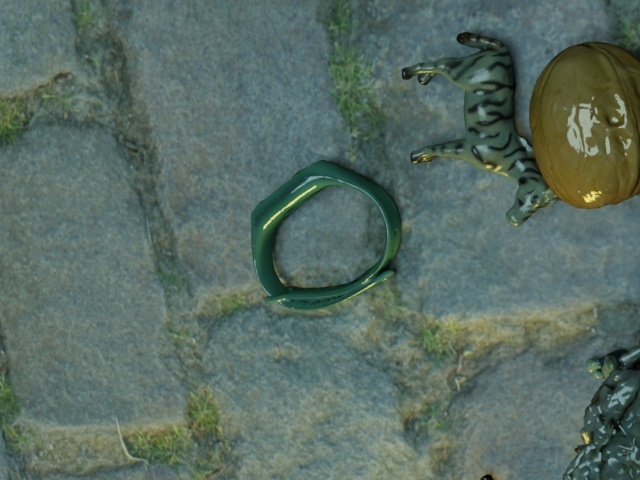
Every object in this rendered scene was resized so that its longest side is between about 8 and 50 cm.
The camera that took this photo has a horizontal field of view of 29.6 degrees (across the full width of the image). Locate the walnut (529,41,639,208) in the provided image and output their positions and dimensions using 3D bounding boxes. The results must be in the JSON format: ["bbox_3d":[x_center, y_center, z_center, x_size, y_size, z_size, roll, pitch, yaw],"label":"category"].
[{"bbox_3d":[0.333,-0.139,1.453,0.165,0.165,0.197,0,103,27],"label":"walnut"}]

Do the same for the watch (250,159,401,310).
[{"bbox_3d":[0.000,0.000,1.713,0.237,0.068,0.195,-35,86,25],"label":"watch"}]

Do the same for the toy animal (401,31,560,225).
[{"bbox_3d":[0.198,-0.136,1.571,0.170,0.090,0.255,-22,93,25],"label":"toy animal"}]

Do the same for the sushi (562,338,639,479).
[{"bbox_3d":[0.492,0.280,1.410,0.417,0.176,0.418,-3,84,27],"label":"sushi"}]

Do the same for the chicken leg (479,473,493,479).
[{"bbox_3d":[0.301,0.405,1.652,0.089,0.048,0.219,-36,84,26],"label":"chicken leg"}]

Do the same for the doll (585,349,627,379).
[{"bbox_3d":[0.386,0.180,1.553,0.050,0.076,0.083,-23,84,-13],"label":"doll"}]
